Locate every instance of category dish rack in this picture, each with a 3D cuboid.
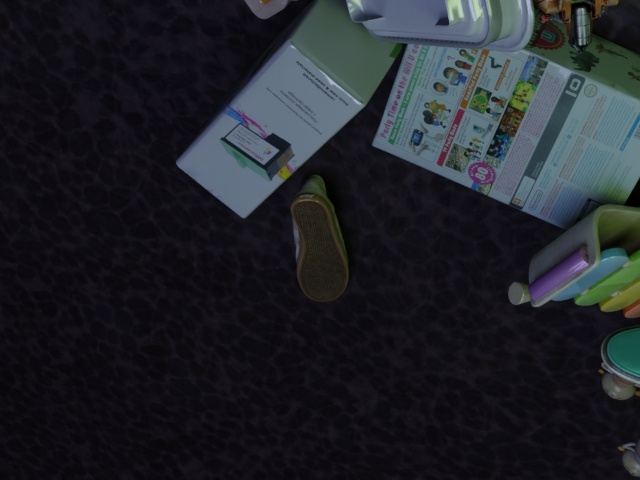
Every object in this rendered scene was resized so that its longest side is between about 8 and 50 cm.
[{"bbox_3d":[0.078,-0.343,1.317,0.285,0.072,0.333,21,130,60],"label":"dish rack"}]

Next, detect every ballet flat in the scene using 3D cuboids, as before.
[{"bbox_3d":[0.479,0.154,1.671,0.248,0.086,0.086,2,133,4],"label":"ballet flat"}]

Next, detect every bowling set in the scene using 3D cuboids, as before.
[{"bbox_3d":[0.470,0.291,1.741,0.287,0.200,0.154,29,162,11],"label":"bowling set"}]

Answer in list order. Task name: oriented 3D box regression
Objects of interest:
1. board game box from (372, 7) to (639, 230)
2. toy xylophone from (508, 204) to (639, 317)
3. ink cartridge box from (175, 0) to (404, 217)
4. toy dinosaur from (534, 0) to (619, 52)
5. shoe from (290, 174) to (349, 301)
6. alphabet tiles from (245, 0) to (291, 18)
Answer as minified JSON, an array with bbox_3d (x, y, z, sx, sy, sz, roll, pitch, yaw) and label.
[{"bbox_3d":[0.236,-0.152,1.533,0.303,0.097,0.224,24,136,5],"label":"board game box"},{"bbox_3d":[0.373,0.042,1.563,0.322,0.081,0.236,1,152,-25],"label":"toy xylophone"},{"bbox_3d":[-0.028,-0.180,1.574,0.117,0.201,0.278,40,137,-10],"label":"ink cartridge box"},{"bbox_3d":[0.254,-0.291,1.270,0.322,0.164,0.218,-156,58,-73],"label":"toy dinosaur"},{"bbox_3d":[0.000,0.000,1.846,0.076,0.058,0.219,-2,136,5],"label":"shoe"},{"bbox_3d":[-0.112,-0.391,1.508,0.284,0.021,0.278,54,148,-12],"label":"alphabet tiles"}]
